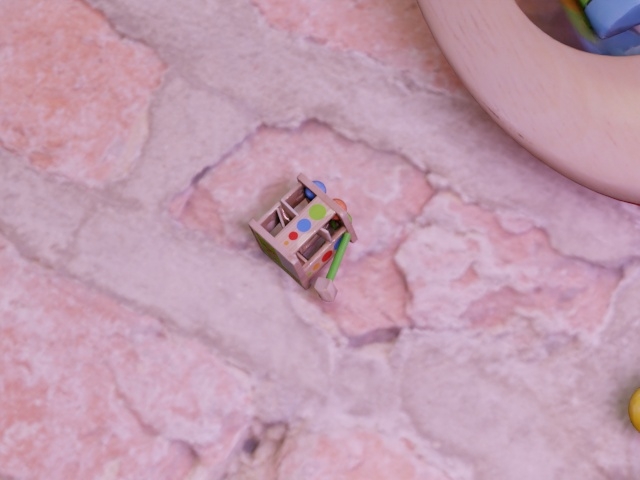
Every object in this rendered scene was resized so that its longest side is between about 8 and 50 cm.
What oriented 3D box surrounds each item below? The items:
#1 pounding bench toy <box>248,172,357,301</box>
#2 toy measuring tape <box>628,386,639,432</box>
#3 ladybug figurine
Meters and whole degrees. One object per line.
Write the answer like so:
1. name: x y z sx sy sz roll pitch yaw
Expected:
1. pounding bench toy: 0.000 0.000 1.466 0.065 0.052 0.083 -44 65 -9
2. toy measuring tape: 0.372 0.081 1.306 0.330 0.121 0.121 -10 64 12
3. ladybug figurine: 0.227 -0.199 1.447 0.305 0.162 0.449 -20 63 2
